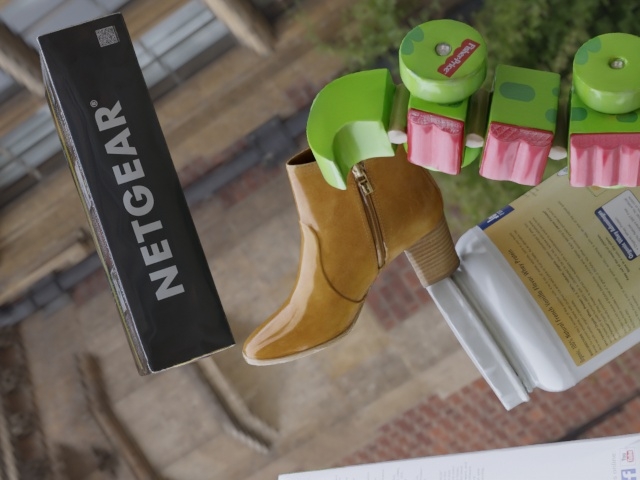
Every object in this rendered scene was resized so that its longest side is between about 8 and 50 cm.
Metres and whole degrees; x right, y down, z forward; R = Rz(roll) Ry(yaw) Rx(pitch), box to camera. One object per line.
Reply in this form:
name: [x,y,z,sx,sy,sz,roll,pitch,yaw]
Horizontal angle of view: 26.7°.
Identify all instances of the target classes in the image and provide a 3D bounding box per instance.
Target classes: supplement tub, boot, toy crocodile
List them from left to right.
boot: [0.001,0.000,1.551,0.211,0.295,0.104,61,-176,-26]
toy crocodile: [0.161,-0.088,1.027,0.115,0.341,0.105,84,-168,-55]
supplement tub: [0.303,0.040,1.626,0.228,0.316,0.228,57,-178,-2]

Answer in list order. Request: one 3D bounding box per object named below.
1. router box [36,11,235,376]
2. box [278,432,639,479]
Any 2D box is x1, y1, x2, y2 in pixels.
router box: [-0.176,-0.030,1.257,0.243,0.081,0.308,151,100,-79]
box: [0.159,0.182,0.919,0.232,0.322,0.058,14,-110,-39]
